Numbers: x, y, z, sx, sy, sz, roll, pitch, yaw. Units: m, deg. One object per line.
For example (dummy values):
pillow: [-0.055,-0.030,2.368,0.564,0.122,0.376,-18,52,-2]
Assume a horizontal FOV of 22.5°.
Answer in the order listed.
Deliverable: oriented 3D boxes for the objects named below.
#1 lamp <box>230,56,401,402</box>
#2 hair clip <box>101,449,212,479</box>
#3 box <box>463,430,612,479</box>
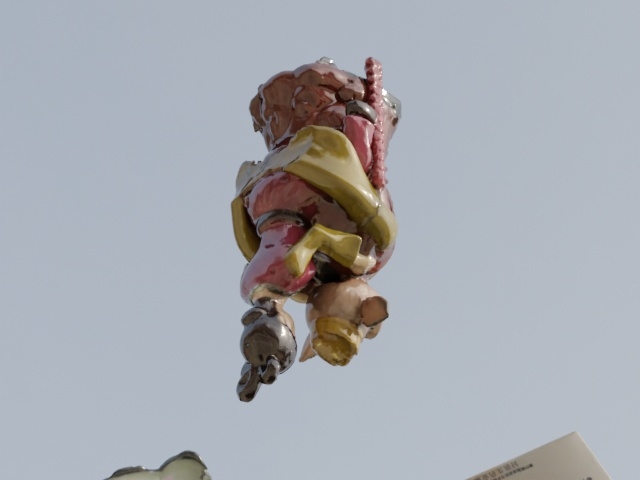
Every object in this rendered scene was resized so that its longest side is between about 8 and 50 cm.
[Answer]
lamp: [0.000,0.000,1.069,0.118,0.253,0.118,0,-34,0]
hair clip: [-0.139,0.241,1.200,0.116,0.172,0.049,8,-17,-26]
box: [0.189,0.372,1.811,0.353,0.214,0.069,-23,-44,-10]
